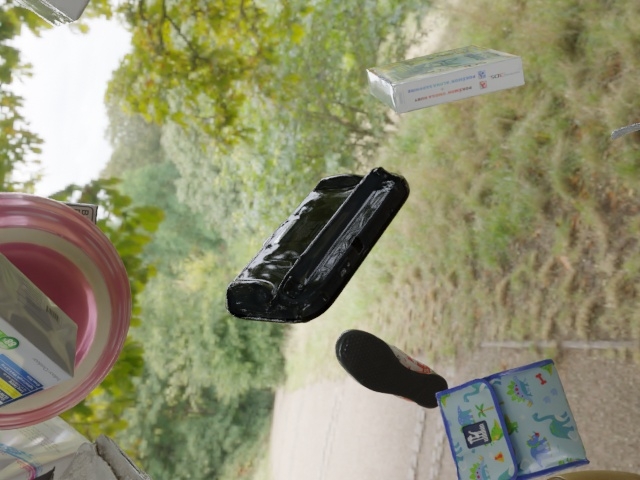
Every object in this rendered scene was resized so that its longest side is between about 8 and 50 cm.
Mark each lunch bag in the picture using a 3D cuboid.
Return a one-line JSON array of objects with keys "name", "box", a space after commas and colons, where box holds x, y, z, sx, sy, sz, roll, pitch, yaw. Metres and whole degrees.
[{"name": "lunch bag", "box": [0.227, 0.226, 0.876, 0.096, 0.151, 0.129, 51, -156, -65]}]

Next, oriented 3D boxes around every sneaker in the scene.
[{"name": "sneaker", "box": [0.103, 0.229, 1.360, 0.145, 0.270, 0.090, 19, 81, 60]}]

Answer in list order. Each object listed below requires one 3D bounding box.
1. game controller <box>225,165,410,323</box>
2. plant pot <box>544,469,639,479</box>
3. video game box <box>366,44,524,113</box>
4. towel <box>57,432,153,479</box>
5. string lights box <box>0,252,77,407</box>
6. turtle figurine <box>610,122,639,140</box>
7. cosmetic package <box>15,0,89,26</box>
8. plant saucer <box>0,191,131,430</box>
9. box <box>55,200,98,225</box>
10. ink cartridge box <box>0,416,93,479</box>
[{"name": "game controller", "box": [0.000, 0.000, 1.006, 0.166, 0.067, 0.319, -8, 31, 40]}, {"name": "plant pot", "box": [0.617, 0.623, 1.647, 0.237, 0.254, 0.237, -42, 36, 41]}, {"name": "video game box", "box": [0.179, -0.246, 1.091, 0.205, 0.187, 0.048, -112, 12, -69]}, {"name": "towel", "box": [-0.272, 0.352, 0.750, 0.187, 0.049, 0.282, 13, 69, 53]}, {"name": "string lights box", "box": [-0.396, 0.123, 0.729, 0.077, 0.259, 0.133, -106, -10, -46]}, {"name": "turtle figurine", "box": [0.497, -0.175, 0.856, 0.275, 0.197, 0.266, -78, 1, -52]}, {"name": "cosmetic package", "box": [-0.290, -0.462, 0.853, 0.366, 0.197, 0.155, -60, 30, -5]}, {"name": "plant saucer", "box": [-0.418, 0.102, 0.989, 0.084, 0.332, 0.332, 12, 95, 60]}, {"name": "box", "box": [-0.518, -0.011, 1.180, 0.169, 0.289, 0.087, 147, 126, -65]}, {"name": "ink cartridge box", "box": [-0.521, 0.415, 1.108, 0.131, 0.306, 0.226, 27, 105, 27]}]
